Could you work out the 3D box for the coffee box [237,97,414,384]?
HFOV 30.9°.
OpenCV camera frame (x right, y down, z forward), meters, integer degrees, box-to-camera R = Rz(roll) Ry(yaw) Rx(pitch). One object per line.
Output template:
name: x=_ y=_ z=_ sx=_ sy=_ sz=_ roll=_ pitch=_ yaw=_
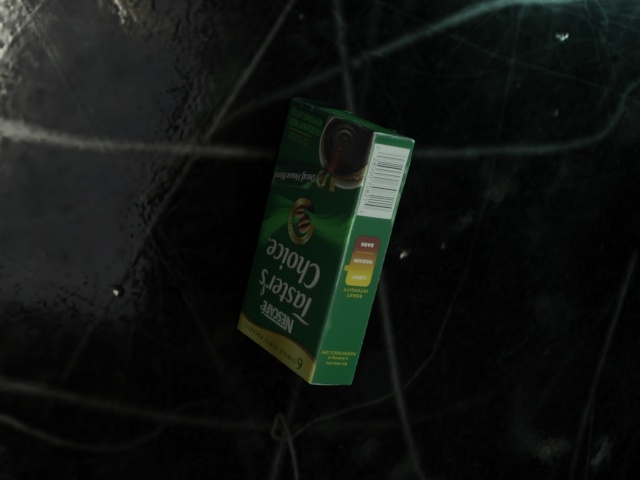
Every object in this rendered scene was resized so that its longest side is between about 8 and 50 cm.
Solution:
coffee box: x=0.000 y=0.000 z=0.831 sx=0.040 sy=0.113 sz=0.184 roll=5 pitch=106 yaw=-35
